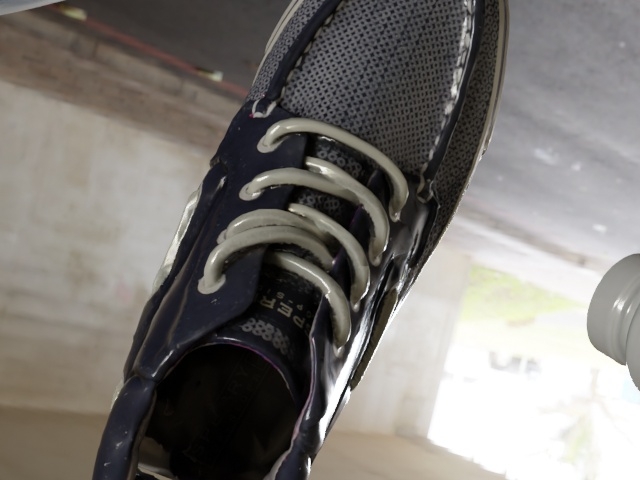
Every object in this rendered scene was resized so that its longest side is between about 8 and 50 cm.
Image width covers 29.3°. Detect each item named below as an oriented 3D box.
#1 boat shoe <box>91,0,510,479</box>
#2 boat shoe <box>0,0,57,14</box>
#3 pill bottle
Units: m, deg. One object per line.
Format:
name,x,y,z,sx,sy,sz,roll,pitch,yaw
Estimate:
boat shoe,0.000,0.000,0.558,0.127,0.340,0.158,22,-176,-4
boat shoe,-0.296,-0.199,0.807,0.306,0.105,0.113,-10,-174,-40
pill bottle,0.431,0.121,1.279,0.169,0.169,0.301,16,-171,-41
